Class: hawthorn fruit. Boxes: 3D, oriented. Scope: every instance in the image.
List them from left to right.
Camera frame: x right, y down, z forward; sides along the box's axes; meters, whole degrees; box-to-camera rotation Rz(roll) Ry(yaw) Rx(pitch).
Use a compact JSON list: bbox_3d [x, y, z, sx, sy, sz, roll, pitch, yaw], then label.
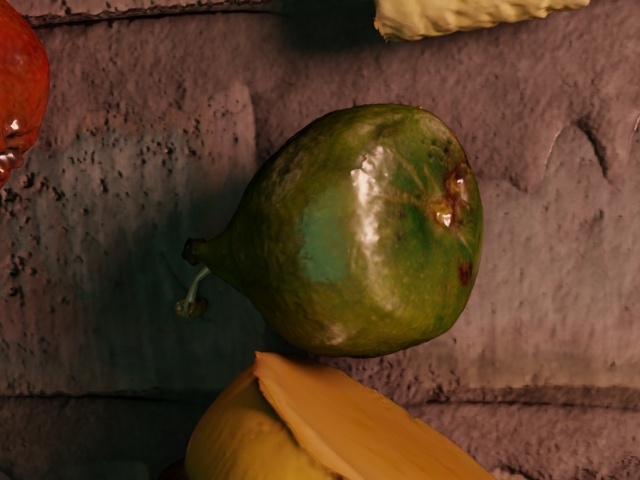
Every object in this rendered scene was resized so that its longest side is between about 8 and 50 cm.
[{"bbox_3d":[-0.350,-0.142,1.089,0.253,0.205,0.205,35,107,10],"label":"hawthorn fruit"}]

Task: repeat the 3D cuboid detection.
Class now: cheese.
[{"bbox_3d":[0.118,-0.222,1.013,0.167,0.094,0.123,-11,89,12],"label":"cheese"}]

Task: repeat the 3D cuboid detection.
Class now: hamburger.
[{"bbox_3d":[0.019,0.288,0.991,0.396,0.396,0.277,36,95,5],"label":"hamburger"}]

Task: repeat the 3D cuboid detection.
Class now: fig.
[{"bbox_3d":[0.000,0.000,1.060,0.235,0.203,0.203,-7,101,44],"label":"fig"}]

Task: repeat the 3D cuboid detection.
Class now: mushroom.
[{"bbox_3d":[-0.025,-0.025,1.126,0.286,0.026,0.028,-42,105,16],"label":"mushroom"}]
